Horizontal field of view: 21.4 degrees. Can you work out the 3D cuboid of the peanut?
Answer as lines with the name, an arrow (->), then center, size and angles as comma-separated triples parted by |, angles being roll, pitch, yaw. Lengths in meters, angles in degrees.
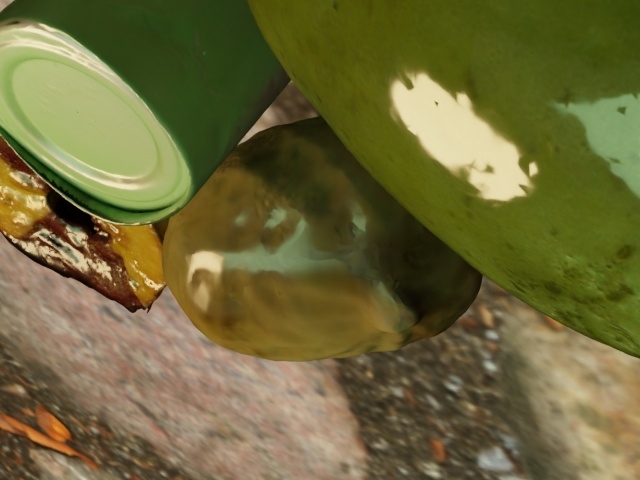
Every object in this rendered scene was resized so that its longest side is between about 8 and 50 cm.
peanut -> 0.000, 0.000, 0.799 | 0.159, 0.109, 0.140 | -1, 141, 20

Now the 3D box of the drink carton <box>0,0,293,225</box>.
drink carton -> -0.067, -0.094, 0.727 | 0.144, 0.142, 0.146 | 49, 148, -16

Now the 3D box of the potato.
potato -> 0.112, -0.069, 0.530 | 0.304, 0.216, 0.215 | 23, 145, 17

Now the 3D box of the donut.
donut -> -0.130, -0.026, 0.948 | 0.140, 0.059, 0.140 | 26, 146, 19
